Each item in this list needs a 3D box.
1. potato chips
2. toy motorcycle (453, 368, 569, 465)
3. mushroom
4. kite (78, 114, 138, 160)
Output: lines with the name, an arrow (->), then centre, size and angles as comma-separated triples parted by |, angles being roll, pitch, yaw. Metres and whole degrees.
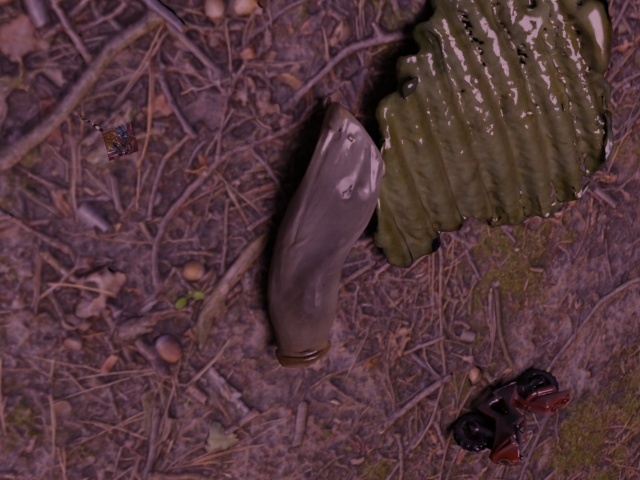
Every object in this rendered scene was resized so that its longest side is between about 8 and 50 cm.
potato chips -> 0.221, -0.152, 1.303 | 0.373, 0.097, 0.389 | -15, 124, -20
toy motorcycle -> 0.323, 0.294, 1.593 | 0.212, 0.118, 0.084 | -30, 137, -22
mushroom -> -0.002, 0.001, 1.214 | 0.109, 0.097, 0.352 | 5, 114, -27
kite -> -0.222, -0.118, 1.042 | 0.044, 0.002, 0.078 | -41, 131, -13
